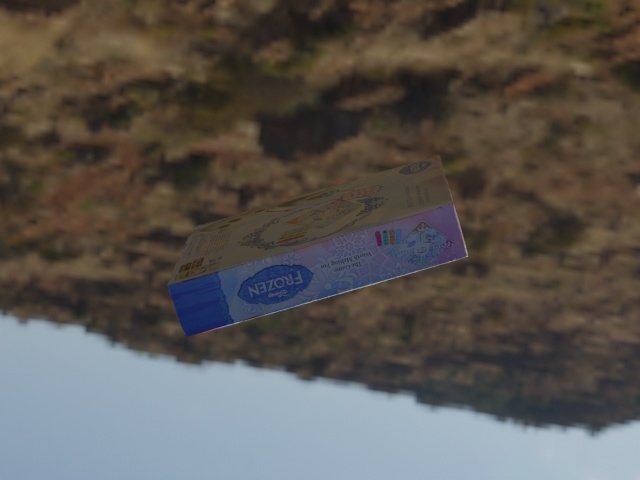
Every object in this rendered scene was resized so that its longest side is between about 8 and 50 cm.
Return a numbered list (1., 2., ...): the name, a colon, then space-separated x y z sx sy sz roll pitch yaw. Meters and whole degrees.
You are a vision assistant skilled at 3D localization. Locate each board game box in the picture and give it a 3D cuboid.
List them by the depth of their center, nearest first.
1. board game box: 0.000 0.000 0.578 0.090 0.020 0.090 -17 -169 5
